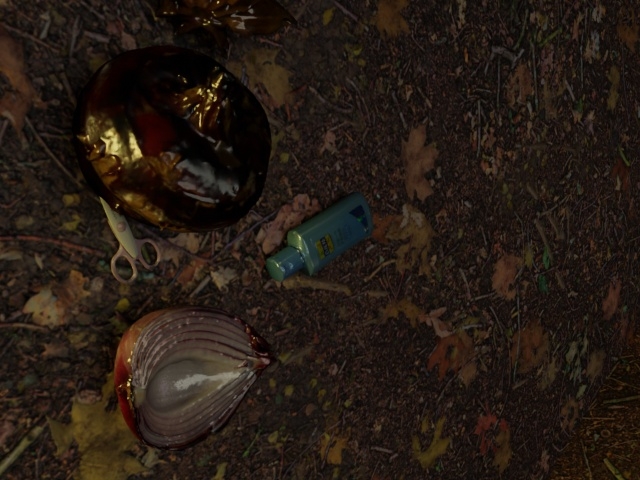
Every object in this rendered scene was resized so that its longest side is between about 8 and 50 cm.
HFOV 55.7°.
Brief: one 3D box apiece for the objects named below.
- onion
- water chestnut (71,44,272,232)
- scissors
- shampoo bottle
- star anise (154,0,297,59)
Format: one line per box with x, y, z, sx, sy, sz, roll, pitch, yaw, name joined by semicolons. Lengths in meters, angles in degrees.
-0.208;0.213;1.011;0.283;0.120;0.227;-1;96;-39;onion
-0.190;-0.150;0.869;0.300;0.300;0.300;-8;102;-42;water chestnut
-0.311;-0.018;0.947;0.085;0.022;0.176;-34;122;-29;scissors
0.000;0.000;1.210;0.258;0.061;0.104;-33;117;-34;shampoo bottle
-0.169;-0.419;0.913;0.346;0.237;0.148;38;38;-30;star anise
